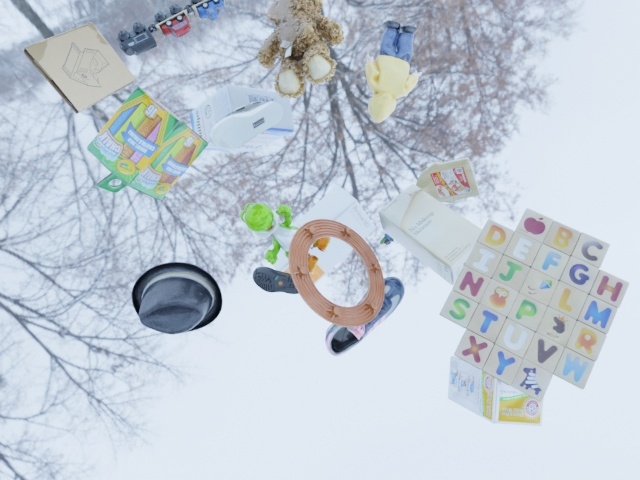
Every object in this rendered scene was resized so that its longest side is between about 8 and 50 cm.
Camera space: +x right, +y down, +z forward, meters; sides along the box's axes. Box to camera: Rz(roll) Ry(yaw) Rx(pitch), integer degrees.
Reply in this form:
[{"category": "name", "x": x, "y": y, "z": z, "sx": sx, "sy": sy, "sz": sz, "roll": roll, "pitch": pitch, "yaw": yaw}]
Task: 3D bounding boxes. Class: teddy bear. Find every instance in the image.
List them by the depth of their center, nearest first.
[{"category": "teddy bear", "x": -0.050, "y": -0.517, "z": 1.244, "sx": 0.245, "sy": 0.113, "sz": 0.338, "roll": -39, "pitch": -127, "yaw": 17}]

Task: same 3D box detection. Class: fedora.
[{"category": "fedora", "x": -0.529, "y": 0.238, "z": 1.680, "sx": 0.334, "sy": 0.333, "sz": 0.152, "roll": -18, "pitch": -158, "yaw": 4}]

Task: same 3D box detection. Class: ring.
[{"category": "ring", "x": 0.059, "y": 0.082, "z": 1.325, "sx": 0.032, "sy": 0.336, "sz": 0.336, "roll": -37, "pitch": -166, "yaw": 46}]

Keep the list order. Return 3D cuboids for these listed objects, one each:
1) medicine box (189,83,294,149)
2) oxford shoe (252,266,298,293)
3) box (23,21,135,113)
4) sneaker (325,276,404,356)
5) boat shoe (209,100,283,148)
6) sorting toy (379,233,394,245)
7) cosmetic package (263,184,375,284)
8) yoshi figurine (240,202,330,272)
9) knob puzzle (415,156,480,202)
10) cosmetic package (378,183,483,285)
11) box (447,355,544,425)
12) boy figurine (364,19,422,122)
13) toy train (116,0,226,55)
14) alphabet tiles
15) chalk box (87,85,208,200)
[{"category": "medicine box", "x": -0.289, "y": -0.436, "z": 1.707, "sx": 0.264, "sy": 0.149, "sz": 0.289, "roll": -7, "pitch": 177, "yaw": -42}, {"category": "oxford shoe", "x": -0.135, "y": 0.145, "z": 1.613, "sx": 0.227, "sy": 0.082, "sz": 0.096, "roll": 14, "pitch": -179, "yaw": 29}, {"category": "box", "x": -0.561, "y": -0.413, "z": 1.106, "sx": 0.021, "sy": 0.164, "sz": 0.201, "roll": -19, "pitch": -153, "yaw": 38}, {"category": "sneaker", "x": 0.142, "y": 0.246, "z": 1.440, "sx": 0.319, "sy": 0.112, "sz": 0.131, "roll": -47, "pitch": -175, "yaw": 12}, {"category": "boat shoe", "x": -0.192, "y": -0.290, "z": 1.151, "sx": 0.070, "sy": 0.077, "sz": 0.219, "roll": 25, "pitch": -136, "yaw": 36}, {"category": "sorting toy", "x": 0.258, "y": -0.011, "z": 1.676, "sx": 0.042, "sy": 0.102, "sz": 0.061, "roll": 47, "pitch": -154, "yaw": 20}, {"category": "cosmetic package", "x": 0.000, "y": 0.000, "z": 2.082, "sx": 0.453, "sy": 0.230, "sz": 0.161, "roll": -43, "pitch": -134, "yaw": -1}, {"category": "yoshi figurine", "x": -0.152, "y": -0.029, "z": 1.765, "sx": 0.362, "sy": 0.203, "sz": 0.203, "roll": 30, "pitch": -132, "yaw": 3}, {"category": "knob puzzle", "x": 0.405, "y": -0.194, "z": 1.524, "sx": 0.213, "sy": 0.213, "sz": 0.030, "roll": -6, "pitch": -129, "yaw": 22}, {"category": "cosmetic package", "x": 0.343, "y": -0.025, "z": 1.431, "sx": 0.160, "sy": 0.113, "sz": 0.309, "roll": -40, "pitch": -127, "yaw": -11}, {"category": "box", "x": 0.380, "y": 0.326, "z": 1.025, "sx": 0.114, "sy": 0.103, "sz": 0.203, "roll": 7, "pitch": 174, "yaw": -10}, {"category": "boy figurine", "x": 0.215, "y": -0.494, "z": 1.392, "sx": 0.177, "sy": 0.285, "sz": 0.092, "roll": 7, "pitch": -166, "yaw": -12}, {"category": "toy train", "x": -0.190, "y": -0.286, "z": 0.610, "sx": 0.158, "sy": 0.036, "sz": 0.027, "roll": -31, "pitch": 175, "yaw": -7}, {"category": "alphabet tiles", "x": 0.413, "y": 0.113, "z": 0.903, "sx": 0.285, "sy": 0.011, "sz": 0.342, "roll": 28, "pitch": -103, "yaw": 15}, {"category": "chalk box", "x": -0.499, "y": -0.241, "z": 1.306, "sx": 0.179, "sy": 0.180, "sz": 0.289, "roll": 40, "pitch": -88, "yaw": 13}]
